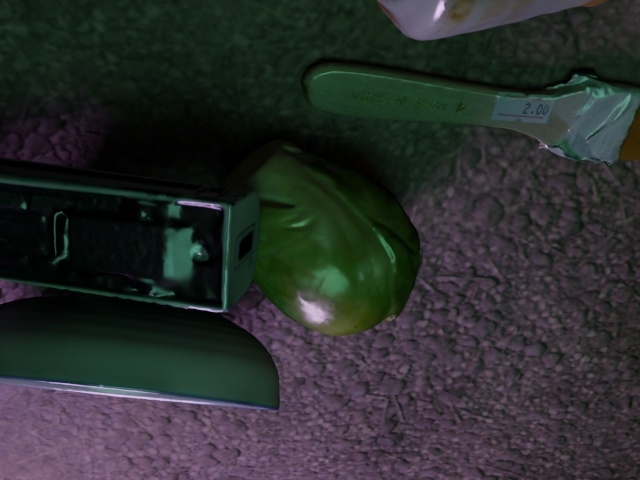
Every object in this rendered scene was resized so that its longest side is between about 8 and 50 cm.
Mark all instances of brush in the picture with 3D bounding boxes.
[{"bbox_3d":[0.149,-0.107,0.828,0.337,0.020,0.085,4,132,-11],"label":"brush"}]

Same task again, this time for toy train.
[{"bbox_3d":[-0.251,-0.024,0.775,0.407,0.088,0.086,8,108,11],"label":"toy train"}]

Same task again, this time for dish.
[{"bbox_3d":[-0.166,0.069,0.874,0.273,0.133,0.273,4,169,1],"label":"dish"}]

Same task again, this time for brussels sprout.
[{"bbox_3d":[0.005,0.004,0.837,0.131,0.145,0.183,-45,134,-6],"label":"brussels sprout"}]

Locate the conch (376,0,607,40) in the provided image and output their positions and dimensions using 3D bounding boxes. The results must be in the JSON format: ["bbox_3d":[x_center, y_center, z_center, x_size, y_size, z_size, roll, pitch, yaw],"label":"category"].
[{"bbox_3d":[0.117,-0.195,0.670,0.255,0.127,0.158,1,132,-9],"label":"conch"}]
